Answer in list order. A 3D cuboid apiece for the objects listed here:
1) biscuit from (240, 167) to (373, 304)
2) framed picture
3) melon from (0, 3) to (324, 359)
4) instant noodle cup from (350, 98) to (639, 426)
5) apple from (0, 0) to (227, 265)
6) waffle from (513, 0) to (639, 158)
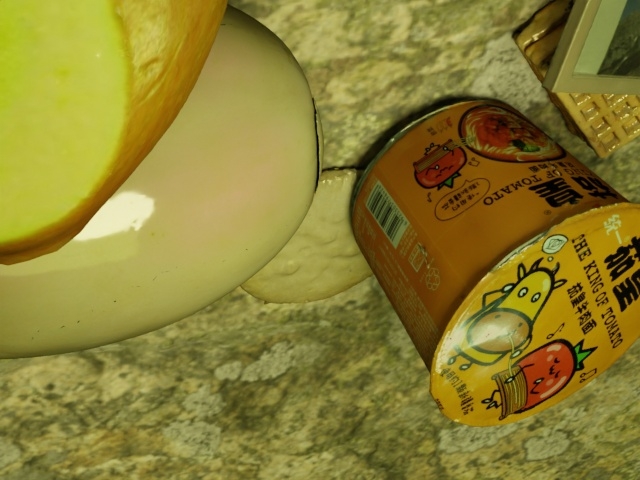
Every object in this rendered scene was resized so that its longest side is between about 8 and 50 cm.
[{"bbox_3d":[0.000,0.000,1.243,0.152,0.020,0.152,-15,140,-13],"label":"biscuit"},{"bbox_3d":[0.302,-0.195,1.141,0.281,0.019,0.209,-3,125,-33],"label":"framed picture"},{"bbox_3d":[-0.156,-0.043,0.953,0.317,0.223,0.223,-12,140,-17],"label":"melon"},{"bbox_3d":[0.133,0.007,1.184,0.216,0.172,0.216,-22,140,-19],"label":"instant noodle cup"},{"bbox_3d":[-0.215,-0.149,0.673,0.384,0.374,0.374,-39,161,-50],"label":"apple"},{"bbox_3d":[0.217,-0.134,1.188,0.102,0.042,0.148,-33,140,9],"label":"waffle"}]
